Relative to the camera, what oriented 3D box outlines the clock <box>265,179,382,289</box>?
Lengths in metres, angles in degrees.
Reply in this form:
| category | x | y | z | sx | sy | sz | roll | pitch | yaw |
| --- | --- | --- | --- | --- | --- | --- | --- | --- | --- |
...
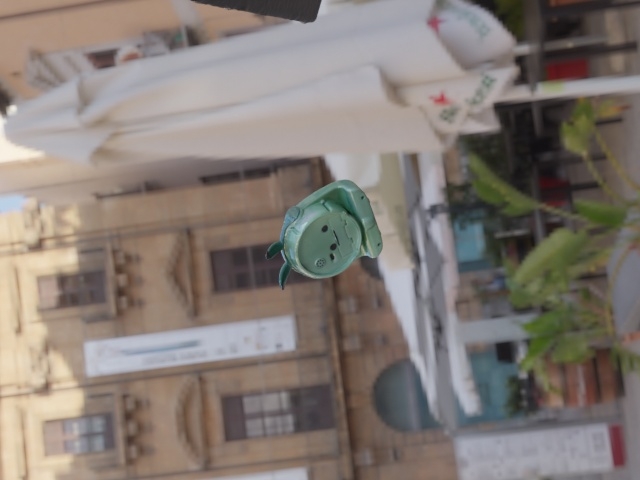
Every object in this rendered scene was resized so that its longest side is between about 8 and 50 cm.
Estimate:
| category | x | y | z | sx | sy | sz | roll | pitch | yaw |
| --- | --- | --- | --- | --- | --- | --- | --- | --- | --- |
| clock | 0.000 | 0.000 | 1.400 | 0.041 | 0.135 | 0.101 | 45 | 162 | 54 |

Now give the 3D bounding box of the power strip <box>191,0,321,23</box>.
| category | x | y | z | sx | sy | sz | roll | pitch | yaw |
| --- | --- | --- | --- | --- | --- | --- | --- | --- | --- |
| power strip | -0.034 | -0.107 | 0.484 | 0.111 | 0.038 | 0.029 | -12 | -58 | -65 |
